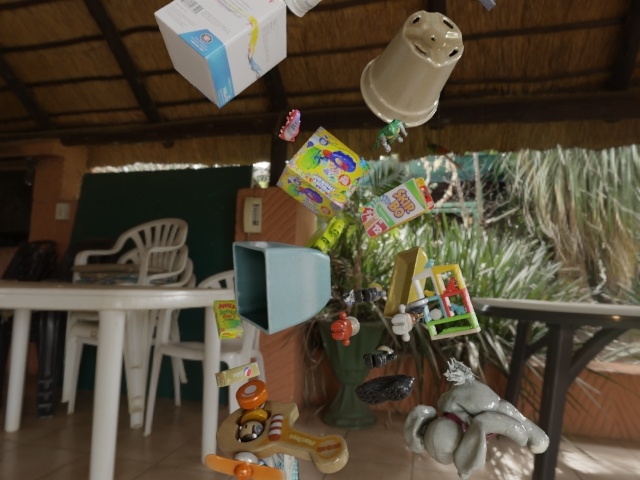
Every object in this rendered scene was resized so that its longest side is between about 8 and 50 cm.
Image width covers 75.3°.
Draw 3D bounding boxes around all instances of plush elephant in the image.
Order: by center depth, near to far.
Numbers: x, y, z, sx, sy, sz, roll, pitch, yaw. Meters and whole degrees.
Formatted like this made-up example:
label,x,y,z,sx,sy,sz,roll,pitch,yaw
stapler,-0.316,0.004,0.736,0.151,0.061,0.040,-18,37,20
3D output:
label,x,y,z,sx,sy,sz,roll,pitch,yaw
plush elephant,0.392,0.519,1.130,0.330,0.255,0.272,47,-19,-19

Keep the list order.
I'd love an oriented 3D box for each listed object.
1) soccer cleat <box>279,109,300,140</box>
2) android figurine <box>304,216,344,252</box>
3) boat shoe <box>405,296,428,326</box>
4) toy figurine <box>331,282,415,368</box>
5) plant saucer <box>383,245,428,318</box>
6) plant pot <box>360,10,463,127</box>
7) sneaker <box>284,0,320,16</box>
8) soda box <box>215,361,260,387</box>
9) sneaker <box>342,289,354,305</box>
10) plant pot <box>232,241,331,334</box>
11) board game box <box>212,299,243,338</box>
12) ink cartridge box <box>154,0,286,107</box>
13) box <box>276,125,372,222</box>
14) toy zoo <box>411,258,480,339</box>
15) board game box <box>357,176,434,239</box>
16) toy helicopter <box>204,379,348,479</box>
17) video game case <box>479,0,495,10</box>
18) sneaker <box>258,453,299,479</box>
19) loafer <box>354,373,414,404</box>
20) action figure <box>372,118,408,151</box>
label,x,y,z,sx,sy,sz,roll,pitch,yaw
soccer cleat,-0.148,-0.624,2.264,0.095,0.083,0.248,17,-25,-19
android figurine,0.000,0.000,1.690,0.248,0.056,0.273,-42,9,31
boat shoe,0.352,0.259,1.494,0.065,0.083,0.183,-17,-15,-12
toy figurine,0.163,0.253,1.240,0.213,0.209,0.148,36,11,22
plant saucer,0.405,0.209,1.931,0.081,0.332,0.333,15,-9,-4
plant pot,0.351,-0.646,1.532,0.334,0.333,0.305,3,-17,-12
sneaker,-0.016,-0.771,1.133,0.129,0.297,0.111,6,4,41
soda box,-0.342,0.554,1.720,0.061,0.058,0.181,-24,-15,37
sneaker,0.142,0.287,2.057,0.052,0.058,0.135,-24,7,18
plant pot,-0.107,0.124,1.303,0.252,0.247,0.248,-5,7,-33
board game box,-0.388,0.326,1.731,0.092,0.043,0.181,3,35,-26
ink cartridge box,-0.253,-0.551,1.125,0.198,0.270,0.197,43,-16,11
box,0.016,-0.282,1.814,0.290,0.279,0.177,37,-29,-3
toy zoo,0.454,0.210,1.543,0.030,0.293,0.192,-6,-13,-46
board game box,0.261,-0.113,1.455,0.259,0.124,0.039,-28,-20,27
toy helicopter,-0.104,0.476,0.975,0.355,0.140,0.235,-2,21,33
video game case,0.395,-0.710,1.116,0.196,0.274,0.026,41,-51,-8
sneaker,-0.131,0.626,1.225,0.122,0.110,0.283,-5,27,-7
loafer,0.200,0.466,1.308,0.223,0.076,0.078,-28,0,44
action figure,0.214,-0.317,1.252,0.137,0.063,0.232,-38,-3,12
